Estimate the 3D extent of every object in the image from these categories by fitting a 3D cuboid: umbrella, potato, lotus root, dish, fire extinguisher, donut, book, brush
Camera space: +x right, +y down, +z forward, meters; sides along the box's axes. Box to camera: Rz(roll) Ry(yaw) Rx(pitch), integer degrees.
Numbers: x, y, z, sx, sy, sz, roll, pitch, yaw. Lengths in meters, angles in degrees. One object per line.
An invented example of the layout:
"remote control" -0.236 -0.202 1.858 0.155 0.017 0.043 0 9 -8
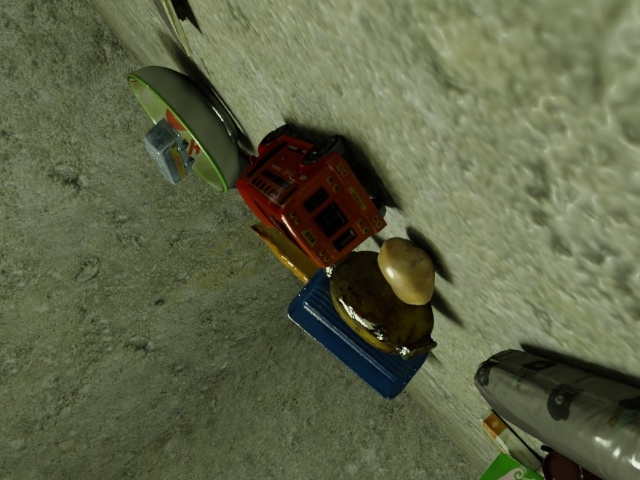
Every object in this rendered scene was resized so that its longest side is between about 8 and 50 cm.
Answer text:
"umbrella" 0.209 0.136 0.386 0.073 0.067 0.337 40 173 -4
"potato" 0.097 0.035 0.597 0.068 0.062 0.083 -78 -21 -61
"lotus root" 0.080 0.080 0.746 0.209 0.120 0.120 45 172 25
"dish" -0.276 -0.269 1.191 0.324 0.124 0.324 44 166 13
"fire extinguisher" 0.250 0.209 0.489 0.132 0.039 0.056 16 -160 -41
"donut" -0.050 0.035 1.418 0.303 0.110 0.303 47 174 7
"book" -0.244 -0.364 0.755 0.182 0.014 0.127 56 173 13
"brush" -0.213 -0.355 0.706 0.043 0.014 0.170 48 173 8

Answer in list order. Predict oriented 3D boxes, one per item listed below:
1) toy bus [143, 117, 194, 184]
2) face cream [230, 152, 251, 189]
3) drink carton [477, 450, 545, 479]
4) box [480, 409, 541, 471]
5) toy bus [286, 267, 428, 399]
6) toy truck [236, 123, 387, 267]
"toy bus" -0.322 -0.187 1.134 0.064 0.075 0.190 47 168 7
"face cream" -0.239 -0.189 1.417 0.154 0.096 0.274 2 -152 -33
"drink carton" 0.337 0.460 0.791 0.108 0.161 0.271 50 165 -17
"box" 0.356 0.394 1.010 0.122 0.032 0.220 47 174 31
"toy bus" 0.076 0.195 1.152 0.287 0.138 0.175 39 174 4
"toy truck" -0.026 -0.062 0.649 0.107 0.114 0.252 52 173 -26
